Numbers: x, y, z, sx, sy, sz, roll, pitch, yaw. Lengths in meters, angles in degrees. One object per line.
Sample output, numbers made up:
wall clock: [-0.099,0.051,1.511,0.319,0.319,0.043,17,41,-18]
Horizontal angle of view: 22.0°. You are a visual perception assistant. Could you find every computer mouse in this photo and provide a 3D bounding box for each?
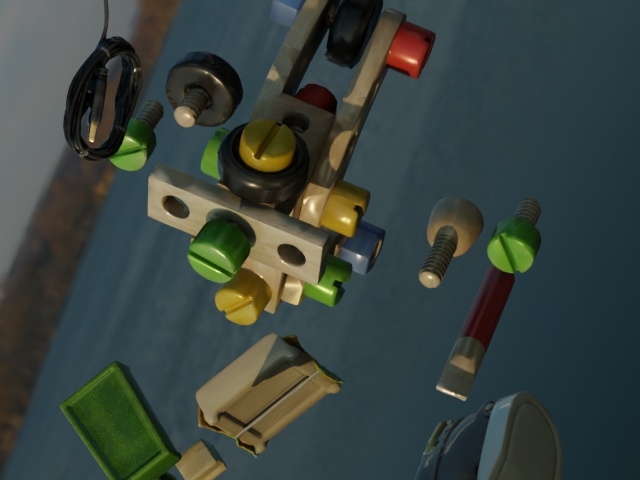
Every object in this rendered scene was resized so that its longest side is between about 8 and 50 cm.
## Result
computer mouse: [-0.133,-0.172,1.069,0.041,0.071,0.242,0,88,44]

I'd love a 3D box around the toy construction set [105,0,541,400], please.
toy construction set: [0.000,0.000,1.140,0.257,0.309,0.237,-42,14,43]

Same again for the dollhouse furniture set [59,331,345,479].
dollhouse furniture set: [-0.150,0.202,2.157,0.301,0.151,0.197,-38,-27,3]

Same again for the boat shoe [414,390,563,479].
boat shoe: [0.104,0.251,1.296,0.096,0.116,0.324,-19,29,35]
